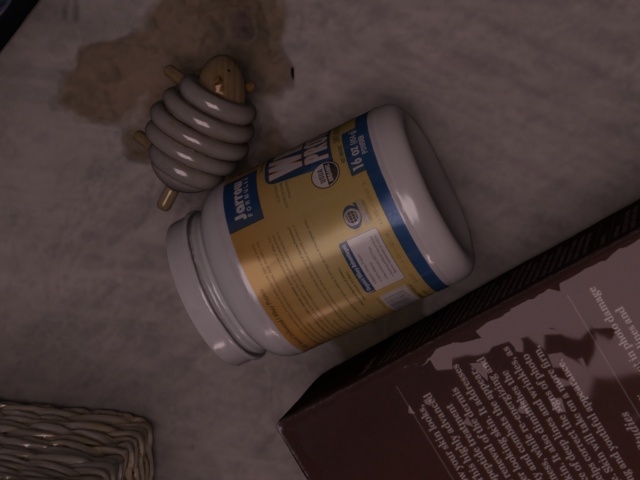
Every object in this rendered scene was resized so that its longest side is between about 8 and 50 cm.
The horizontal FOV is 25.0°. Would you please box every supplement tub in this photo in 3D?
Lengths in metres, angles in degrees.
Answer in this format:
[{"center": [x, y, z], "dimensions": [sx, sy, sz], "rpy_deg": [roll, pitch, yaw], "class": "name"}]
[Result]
[{"center": [0.000, 0.000, 1.088], "dimensions": [0.199, 0.144, 0.144], "rpy_deg": [-25, 97, 13], "class": "supplement tub"}]

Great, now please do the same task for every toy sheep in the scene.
[{"center": [-0.096, -0.083, 1.119], "dimensions": [0.091, 0.091, 0.132], "rpy_deg": [25, 108, 3], "class": "toy sheep"}]

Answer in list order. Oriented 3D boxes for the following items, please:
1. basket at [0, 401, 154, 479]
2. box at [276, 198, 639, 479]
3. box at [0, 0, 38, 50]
[{"center": [-0.318, 0.298, 1.143], "dimensions": [0.328, 0.266, 0.331], "rpy_deg": [6, 104, 8], "class": "basket"}, {"center": [0.182, 0.114, 1.072], "dimensions": [0.381, 0.143, 0.191], "rpy_deg": [-30, 93, 17], "class": "box"}, {"center": [-0.307, -0.252, 1.009], "dimensions": [0.212, 0.293, 0.395], "rpy_deg": [41, 106, 0], "class": "box"}]
